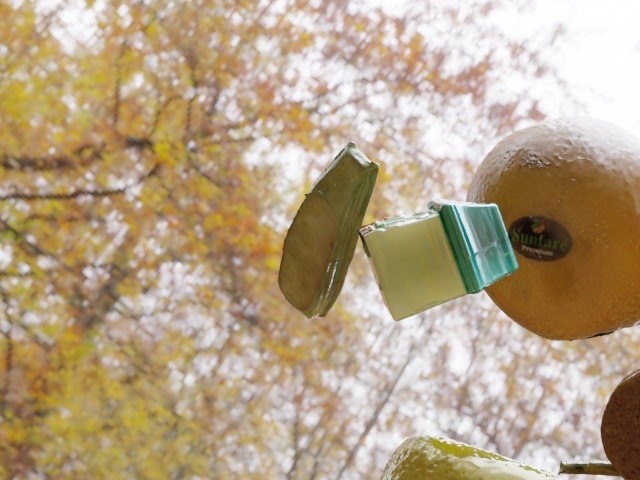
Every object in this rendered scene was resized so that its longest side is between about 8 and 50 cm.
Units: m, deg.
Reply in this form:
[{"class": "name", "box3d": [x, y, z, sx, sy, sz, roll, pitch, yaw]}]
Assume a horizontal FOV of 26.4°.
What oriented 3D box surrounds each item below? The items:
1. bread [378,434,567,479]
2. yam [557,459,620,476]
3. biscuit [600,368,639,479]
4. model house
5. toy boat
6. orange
[{"class": "bread", "box3d": [0.174, 0.295, 1.366, 0.270, 0.148, 0.270, 21, -11, 4]}, {"class": "yam", "box3d": [0.252, 0.196, 1.173, 0.107, 0.014, 0.014, 5, -31, -18]}, {"class": "biscuit", "box3d": [0.315, 0.154, 1.121, 0.175, 0.026, 0.124, -19, -88, 32]}, {"class": "model house", "box3d": [0.123, 0.010, 1.422, 0.127, 0.149, 0.100, -117, -171, -85]}, {"class": "toy boat", "box3d": [0.000, 0.000, 1.613, 0.093, 0.055, 0.293, 44, -36, 19]}, {"class": "orange", "box3d": [0.303, -0.013, 1.632, 0.274, 0.274, 0.274, 21, -38, 17]}]
